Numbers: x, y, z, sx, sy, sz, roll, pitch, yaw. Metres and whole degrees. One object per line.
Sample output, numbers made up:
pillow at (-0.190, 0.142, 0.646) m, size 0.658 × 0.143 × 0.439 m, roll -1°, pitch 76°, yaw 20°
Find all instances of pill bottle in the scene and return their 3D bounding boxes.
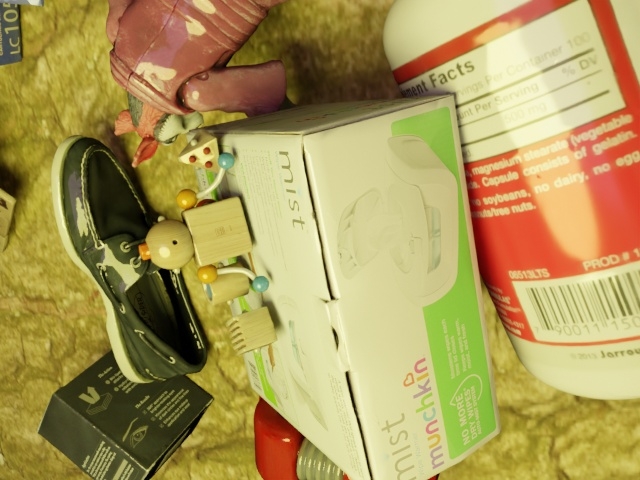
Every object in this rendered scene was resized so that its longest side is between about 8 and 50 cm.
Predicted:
pill bottle at (0.189, -0.109, 0.476) m, size 0.229 × 0.229 × 0.408 m, roll -20°, pitch 101°, yaw 29°

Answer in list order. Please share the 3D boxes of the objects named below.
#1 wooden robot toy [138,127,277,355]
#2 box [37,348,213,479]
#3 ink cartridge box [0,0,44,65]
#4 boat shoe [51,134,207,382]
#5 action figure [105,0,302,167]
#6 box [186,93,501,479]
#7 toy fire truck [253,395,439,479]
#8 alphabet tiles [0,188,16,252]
wooden robot toy at (-0.094, 0.007, 0.463) m, size 0.076 × 0.079 × 0.173 m, roll -2°, pitch 104°, yaw 64°
box at (-0.261, 0.238, 0.853) m, size 0.158 × 0.156 × 0.093 m, roll 37°, pitch 121°, yaw 6°
ink cartridge box at (-0.507, -0.356, 0.722) m, size 0.395 × 0.151 × 0.270 m, roll 19°, pitch 118°, yaw 17°
boat shoe at (-0.218, 0.033, 0.769) m, size 0.113 × 0.127 × 0.340 m, roll 0°, pitch 112°, yaw 22°
action figure at (-0.084, -0.213, 0.543) m, size 0.248 × 0.276 × 0.370 m, roll 34°, pitch 106°, yaw 0°
box at (0.007, 0.026, 0.509) m, size 0.231 × 0.126 × 0.262 m, roll 15°, pitch 121°, yaw 60°
toy fire truck at (0.013, 0.266, 0.692) m, size 0.217 × 0.246 × 0.159 m, roll 9°, pitch 113°, yaw 20°
alphabet tiles at (-0.563, -0.119, 0.836) m, size 0.342 × 0.011 × 0.285 m, roll 38°, pitch 143°, yaw -10°
